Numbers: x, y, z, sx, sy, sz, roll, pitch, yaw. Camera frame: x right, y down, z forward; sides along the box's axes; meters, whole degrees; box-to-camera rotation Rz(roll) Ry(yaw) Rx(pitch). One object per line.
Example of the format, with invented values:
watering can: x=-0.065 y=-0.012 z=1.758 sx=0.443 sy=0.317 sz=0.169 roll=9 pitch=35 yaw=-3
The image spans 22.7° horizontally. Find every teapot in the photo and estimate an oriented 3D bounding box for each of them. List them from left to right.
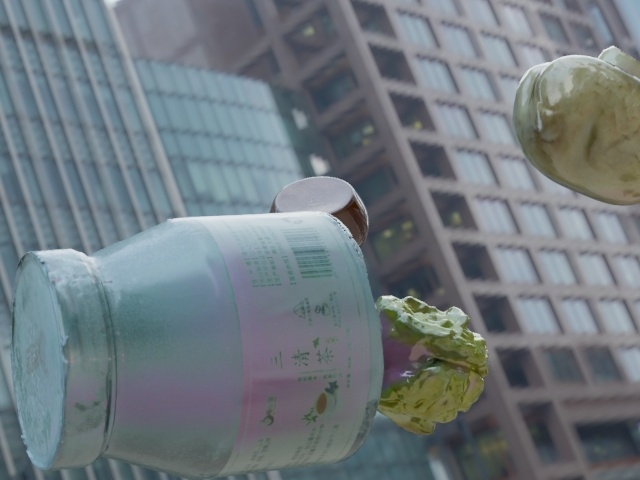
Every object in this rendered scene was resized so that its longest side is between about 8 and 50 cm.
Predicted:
teapot: x=0.000 y=0.000 z=1.736 sx=0.116 sy=0.173 sz=0.116 roll=-4 pitch=-58 yaw=-6

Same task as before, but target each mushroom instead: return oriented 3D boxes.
mushroom: x=0.213 y=-0.088 z=1.215 sx=0.112 sy=0.148 sz=0.148 roll=-59 pitch=-29 yaw=8

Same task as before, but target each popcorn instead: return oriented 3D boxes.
popcorn: x=0.092 y=0.120 z=1.553 sx=0.145 sy=0.126 sz=0.126 roll=-10 pitch=-41 yaw=9

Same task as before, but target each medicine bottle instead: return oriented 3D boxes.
medicine bottle: x=-0.122 y=0.098 z=1.454 sx=0.290 sy=0.245 sz=0.245 roll=-4 pitch=-25 yaw=-23
